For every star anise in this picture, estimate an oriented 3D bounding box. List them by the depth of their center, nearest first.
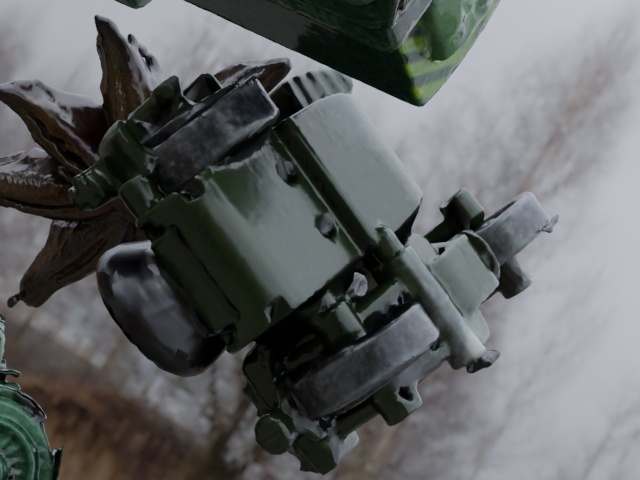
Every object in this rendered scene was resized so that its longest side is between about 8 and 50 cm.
[{"bbox_3d":[-0.114,-0.049,1.257,0.272,0.272,0.102,36,28,-25],"label":"star anise"}]

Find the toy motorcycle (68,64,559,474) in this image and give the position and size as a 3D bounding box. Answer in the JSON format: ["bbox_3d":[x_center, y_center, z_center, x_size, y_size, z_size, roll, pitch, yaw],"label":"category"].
[{"bbox_3d":[0.000,0.000,0.959,0.205,0.127,0.275,53,30,0],"label":"toy motorcycle"}]

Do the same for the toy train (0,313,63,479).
[{"bbox_3d":[-0.241,0.170,0.919,0.202,0.301,0.120,10,3,-19],"label":"toy train"}]

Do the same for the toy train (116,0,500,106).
[{"bbox_3d":[-0.043,-0.179,0.913,0.330,0.138,0.178,27,-17,25],"label":"toy train"}]
